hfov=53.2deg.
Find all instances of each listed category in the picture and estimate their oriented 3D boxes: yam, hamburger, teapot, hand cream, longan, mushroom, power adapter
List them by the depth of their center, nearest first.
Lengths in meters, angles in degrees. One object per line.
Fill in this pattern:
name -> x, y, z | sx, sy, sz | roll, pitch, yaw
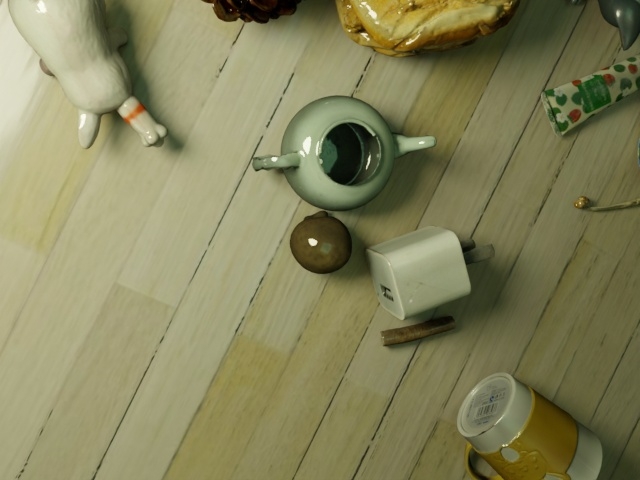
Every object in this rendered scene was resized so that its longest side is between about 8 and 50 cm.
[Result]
hamburger -> 0.172, -0.451, 1.039 | 0.305, 0.174, 0.284 | -13, 98, -13
teapot -> 0.032, -0.144, 1.062 | 0.294, 0.129, 0.193 | -9, 98, -14
longan -> 0.000, 0.000, 1.094 | 0.106, 0.106, 0.119 | -1, 58, -15
power adapter -> 0.202, 0.042, 1.132 | 0.205, 0.130, 0.125 | -19, 101, -11
yam -> 0.181, 0.170, 1.194 | 0.145, 0.032, 0.032 | -12, 100, -13
hand cream -> 0.554, -0.296, 1.228 | 0.276, 0.059, 0.095 | -27, 101, -6
mushroom -> 0.636, -0.081, 1.295 | 0.286, 0.028, 0.026 | -3, 55, -16

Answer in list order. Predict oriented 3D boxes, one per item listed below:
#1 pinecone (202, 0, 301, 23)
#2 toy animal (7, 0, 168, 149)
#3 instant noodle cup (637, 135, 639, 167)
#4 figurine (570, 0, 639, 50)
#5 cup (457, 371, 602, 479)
pinecone -> -0.082, -0.438, 0.941 | 0.224, 0.273, 0.224 | 17, 68, -49
toy animal -> -0.347, -0.260, 0.955 | 0.141, 0.138, 0.282 | -25, 126, -3
instant noodle cup -> 0.720, -0.182, 1.224 | 0.153, 0.205, 0.205 | 12, 94, -6
figurine -> 0.561, -0.510, 1.161 | 0.193, 0.140, 0.265 | -35, 129, -27
cup -> 0.368, 0.389, 1.213 | 0.226, 0.185, 0.241 | 41, 116, -11
